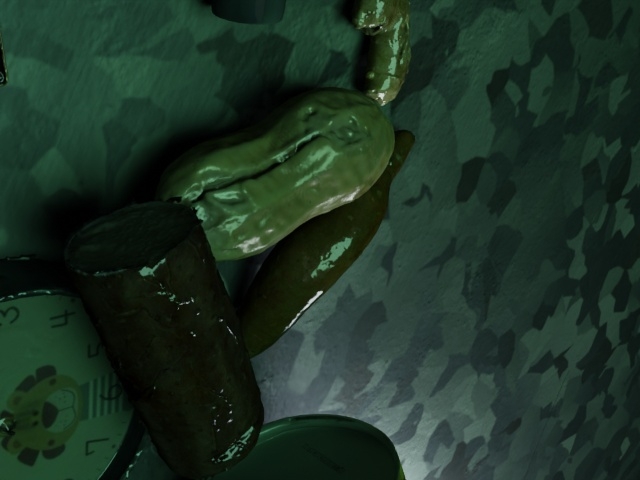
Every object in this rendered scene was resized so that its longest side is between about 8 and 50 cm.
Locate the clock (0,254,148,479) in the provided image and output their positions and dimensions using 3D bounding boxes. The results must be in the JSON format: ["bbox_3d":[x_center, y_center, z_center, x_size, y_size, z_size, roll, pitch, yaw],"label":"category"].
[{"bbox_3d":[-0.292,0.169,0.849,0.312,0.061,0.313,-22,125,-35],"label":"clock"}]

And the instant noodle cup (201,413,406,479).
[{"bbox_3d":[-0.009,0.362,1.070,0.311,0.311,0.222,-26,117,-32],"label":"instant noodle cup"}]

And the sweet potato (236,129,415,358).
[{"bbox_3d":[0.004,-0.003,1.024,0.079,0.108,0.346,42,79,-11],"label":"sweet potato"}]

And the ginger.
[{"bbox_3d":[0.065,-0.278,0.957,0.089,0.075,0.288,-24,130,-27],"label":"ginger"}]

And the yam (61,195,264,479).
[{"bbox_3d":[-0.130,0.090,0.832,0.131,0.131,0.280,-36,133,-25],"label":"yam"}]

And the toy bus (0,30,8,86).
[{"bbox_3d":[-0.326,-0.131,0.640,0.194,0.088,0.083,-22,126,-37],"label":"toy bus"}]

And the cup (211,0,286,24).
[{"bbox_3d":[-0.076,-0.245,0.839,0.100,0.078,0.077,4,117,-9],"label":"cup"}]

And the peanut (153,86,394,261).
[{"bbox_3d":[-0.039,-0.069,0.918,0.290,0.130,0.130,-31,130,-27],"label":"peanut"}]
